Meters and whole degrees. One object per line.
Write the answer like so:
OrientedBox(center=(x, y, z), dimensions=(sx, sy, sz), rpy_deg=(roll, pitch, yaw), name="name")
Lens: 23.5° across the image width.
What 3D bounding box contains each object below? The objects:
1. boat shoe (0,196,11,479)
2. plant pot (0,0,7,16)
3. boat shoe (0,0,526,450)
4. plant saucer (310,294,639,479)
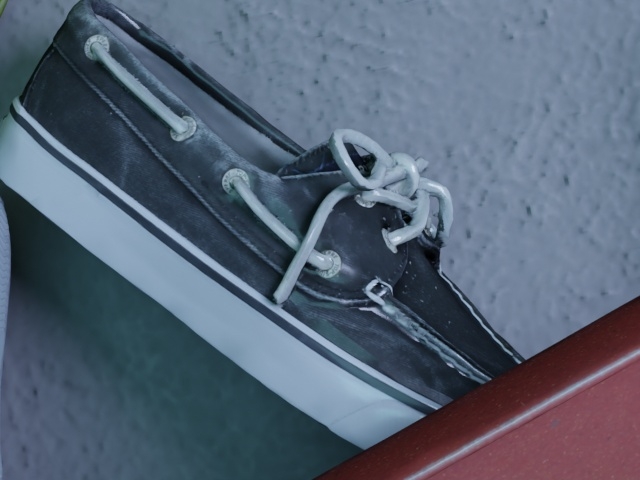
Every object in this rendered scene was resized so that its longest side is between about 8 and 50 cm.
OrientedBox(center=(-0.184, 0.088, 0.594), dimensions=(0.094, 0.109, 0.302), rpy_deg=(-24, 43, 25), name="boat shoe")
OrientedBox(center=(-0.228, -0.213, 0.660), dimensions=(0.227, 0.228, 0.207), rpy_deg=(30, 81, 9), name="plant pot")
OrientedBox(center=(0.001, 0.000, 0.664), dimensions=(0.306, 0.113, 0.105), rpy_deg=(35, 104, 18), name="boat shoe")
OrientedBox(center=(0.092, 0.133, 0.601), dimensions=(0.259, 0.258, 0.048), rpy_deg=(-29, 43, 4), name="plant saucer")
